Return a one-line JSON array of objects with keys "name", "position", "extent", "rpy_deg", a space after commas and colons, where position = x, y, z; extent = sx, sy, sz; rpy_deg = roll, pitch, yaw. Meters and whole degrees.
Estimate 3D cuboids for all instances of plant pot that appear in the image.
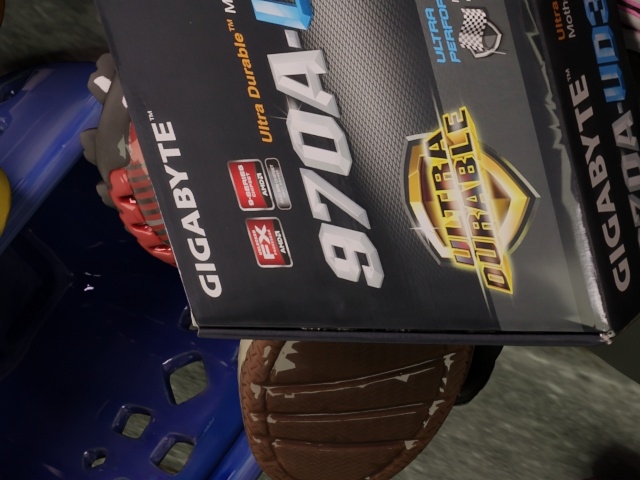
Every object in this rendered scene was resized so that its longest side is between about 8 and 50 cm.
[{"name": "plant pot", "position": [-0.165, 0.049, 1.016], "extent": [0.212, 0.236, 0.236], "rpy_deg": [15, 154, 47]}]

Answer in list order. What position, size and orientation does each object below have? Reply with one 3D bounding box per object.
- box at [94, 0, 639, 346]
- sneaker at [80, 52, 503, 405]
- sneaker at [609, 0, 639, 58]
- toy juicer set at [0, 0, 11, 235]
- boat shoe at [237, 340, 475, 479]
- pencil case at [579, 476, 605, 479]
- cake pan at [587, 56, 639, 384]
[{"name": "box", "position": [0.008, -0.075, 0.614], "extent": [0.175, 0.051, 0.220], "rpy_deg": [-1, 113, 38]}, {"name": "sneaker", "position": [0.000, 0.000, 0.878], "extent": [0.135, 0.097, 0.276], "rpy_deg": [11, 153, 38]}, {"name": "sneaker", "position": [0.107, -0.096, 0.592], "extent": [0.178, 0.072, 0.077], "rpy_deg": [1, 134, 39]}, {"name": "toy juicer set", "position": [-0.284, -0.052, 0.930], "extent": [0.329, 0.209, 0.089], "rpy_deg": [-20, 148, 35]}, {"name": "boat shoe", "position": [0.024, -0.005, 0.772], "extent": [0.095, 0.095, 0.257], "rpy_deg": [10, 132, -7]}, {"name": "pencil case", "position": [0.281, 0.260, 1.031], "extent": [0.386, 0.167, 0.160], "rpy_deg": [21, -171, 19]}, {"name": "cake pan", "position": [0.190, 0.008, 0.731], "extent": [0.293, 0.054, 0.293], "rpy_deg": [24, 157, 11]}]
